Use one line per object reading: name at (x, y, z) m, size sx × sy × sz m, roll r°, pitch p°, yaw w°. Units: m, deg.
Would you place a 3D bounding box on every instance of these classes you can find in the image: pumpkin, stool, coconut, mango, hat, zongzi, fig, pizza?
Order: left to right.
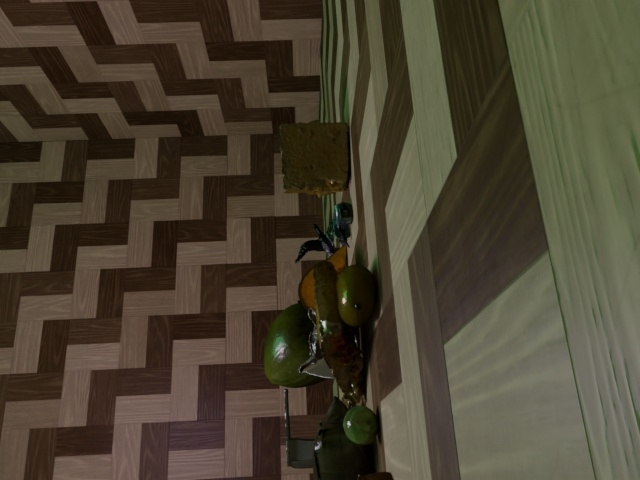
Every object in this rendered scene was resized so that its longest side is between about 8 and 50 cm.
fig at (-0.077, 0.399, 2.119) m, size 0.316 × 0.316 × 0.316 m, roll 178°, pitch 90°, yaw -88°
stool at (-0.001, 0.657, 2.063) m, size 0.170 × 0.244 × 0.269 m, roll 95°, pitch 172°, yaw -73°
pumpkin at (0.008, 0.150, 2.106) m, size 0.111 × 0.163 × 0.278 m, roll 79°, pitch -163°, yaw -72°
hat at (0.035, 0.337, 1.861) m, size 0.149 × 0.245 × 0.214 m, roll 14°, pitch -92°, yaw -60°
zongzi at (0.056, 0.630, 1.617) m, size 0.360 × 0.160 × 0.322 m, roll -120°, pitch 29°, yaw -84°
pizza at (0.069, 0.269, 1.635) m, size 0.440 × 0.130 × 0.405 m, roll -95°, pitch -10°, yaw -70°
mango at (0.083, 0.135, 1.361) m, size 0.237 × 0.091 × 0.137 m, roll 75°, pitch -163°, yaw -71°
coconut at (0.097, 0.438, 1.381) m, size 0.096 × 0.088 × 0.087 m, roll 43°, pitch -145°, yaw -49°

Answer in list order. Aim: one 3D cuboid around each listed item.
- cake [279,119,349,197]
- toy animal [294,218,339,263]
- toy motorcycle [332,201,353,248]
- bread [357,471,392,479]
cake at (-0.022, -0.264, 1.942) m, size 0.286 × 0.223 × 0.227 m, roll -178°, pitch 88°, yaw -89°
toy animal at (0.008, 0.008, 2.490) m, size 0.160 × 0.273 × 0.197 m, roll 49°, pitch -171°, yaw -23°
toy motorcycle at (0.072, -0.054, 1.888) m, size 0.173 × 0.058 × 0.100 m, roll 94°, pitch 168°, yaw -53°
bread at (0.117, 0.592, 1.167) m, size 0.236 × 0.070 × 0.236 m, roll 177°, pitch 90°, yaw -89°
